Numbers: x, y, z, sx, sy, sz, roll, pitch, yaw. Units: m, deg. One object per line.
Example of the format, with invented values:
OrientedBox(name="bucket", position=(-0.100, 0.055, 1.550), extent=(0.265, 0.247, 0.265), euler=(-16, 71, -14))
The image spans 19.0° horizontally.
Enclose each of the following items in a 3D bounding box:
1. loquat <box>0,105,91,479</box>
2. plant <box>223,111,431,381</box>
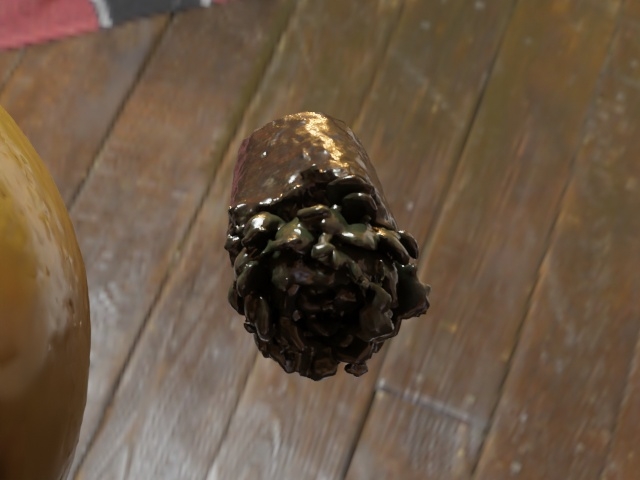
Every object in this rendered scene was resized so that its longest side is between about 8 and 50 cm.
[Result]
OrientedBox(name="loquat", position=(-0.115, 0.022, 0.333), extent=(0.163, 0.163, 0.137), euler=(-45, 117, -34))
OrientedBox(name="plant", position=(0.000, 0.000, 0.929), extent=(0.094, 0.092, 0.143), euler=(-16, 39, 8))
